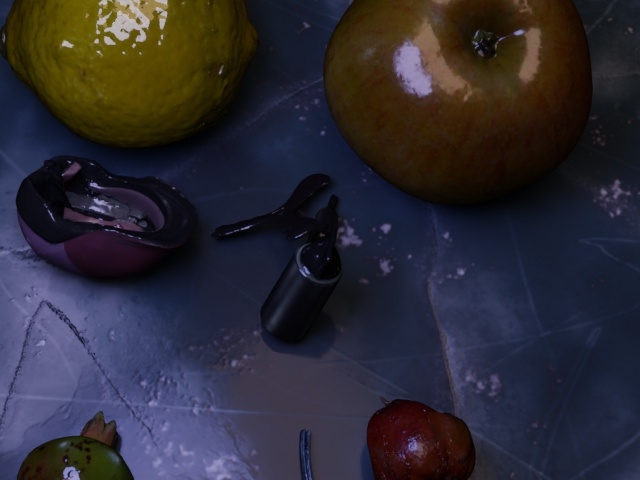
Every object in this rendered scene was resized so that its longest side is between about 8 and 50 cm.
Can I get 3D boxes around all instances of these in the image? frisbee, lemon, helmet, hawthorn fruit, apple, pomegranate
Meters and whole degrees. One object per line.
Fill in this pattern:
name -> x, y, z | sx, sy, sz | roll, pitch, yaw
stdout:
frisbee -> -0.077, -0.035, 1.966 | 0.187, 0.012, 0.211 | -17, 24, 10
lemon -> -0.284, -0.309, 1.955 | 0.387, 0.350, 0.350 | 1, 66, 3
helmet -> -0.324, -0.018, 1.924 | 0.253, 0.154, 0.198 | 30, 30, 1
hawthorn fruit -> 0.130, 0.280, 1.816 | 0.148, 0.148, 0.172 | -26, 50, -13
apple -> 0.203, -0.256, 1.950 | 0.400, 0.333, 0.400 | 0, 65, -1
pomegranate -> -0.325, 0.321, 1.781 | 0.159, 0.159, 0.205 | 13, 40, 4

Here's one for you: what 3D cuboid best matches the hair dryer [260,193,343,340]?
hair dryer -> 0.000, 0.000, 1.927 | 0.078, 0.195, 0.248 | 24, 45, -8

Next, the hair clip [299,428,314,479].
hair clip -> 0.005, 0.367, 1.822 | 0.070, 0.039, 0.229 | -20, 67, -9
